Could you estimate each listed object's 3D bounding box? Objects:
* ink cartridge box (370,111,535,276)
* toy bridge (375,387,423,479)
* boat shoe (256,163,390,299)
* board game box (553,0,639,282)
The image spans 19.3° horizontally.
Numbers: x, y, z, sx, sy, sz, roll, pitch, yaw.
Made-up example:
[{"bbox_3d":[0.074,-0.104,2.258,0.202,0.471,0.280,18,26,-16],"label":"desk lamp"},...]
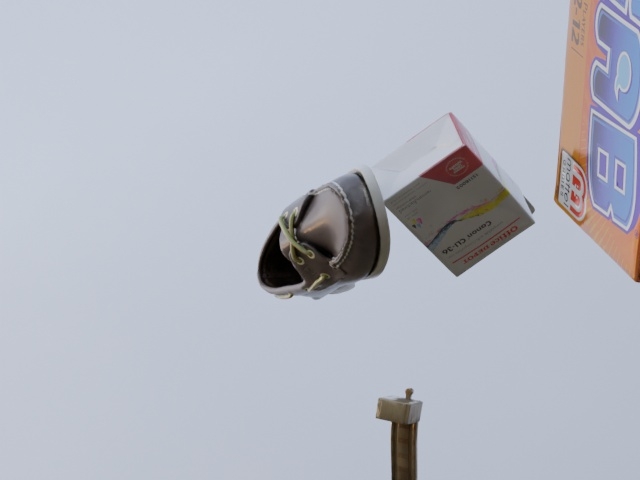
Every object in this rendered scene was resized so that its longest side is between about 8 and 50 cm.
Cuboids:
[{"bbox_3d":[0.160,-0.039,2.116,0.115,0.067,0.198,-35,-49,15],"label":"ink cartridge box"},{"bbox_3d":[0.047,0.195,1.316,0.026,0.188,0.063,11,2,21],"label":"toy bridge"},{"bbox_3d":[0.000,0.000,2.087,0.096,0.117,0.324,-11,-10,-14],"label":"boat shoe"},{"bbox_3d":[0.440,-0.142,1.588,0.356,0.356,0.356,-8,-63,-16],"label":"board game box"}]
